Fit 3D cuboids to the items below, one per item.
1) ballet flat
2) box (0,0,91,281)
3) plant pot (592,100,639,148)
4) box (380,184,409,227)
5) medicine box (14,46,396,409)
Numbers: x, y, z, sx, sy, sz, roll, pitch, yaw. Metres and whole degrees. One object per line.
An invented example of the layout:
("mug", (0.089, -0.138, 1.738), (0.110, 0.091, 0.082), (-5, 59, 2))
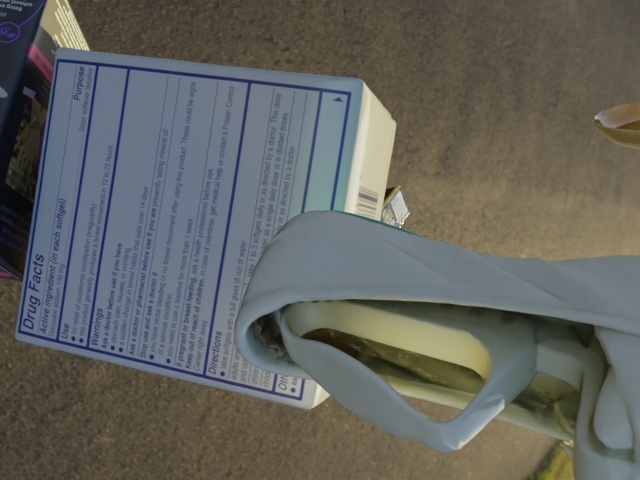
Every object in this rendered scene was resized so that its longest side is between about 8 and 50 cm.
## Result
("ballet flat", (0.121, 0.074, 0.380), (0.139, 0.400, 0.139), (-28, 124, -54))
("box", (-0.341, -0.116, 0.652), (0.143, 0.165, 0.270), (98, 1, -69))
("plant pot", (0.473, -0.152, 0.878), (0.236, 0.236, 0.032), (-32, 117, -49))
("box", (0.000, 0.000, 1.468), (0.079, 0.322, 0.257), (64, 35, -19))
("medicine box", (-0.102, -0.017, 0.636), (0.149, 0.289, 0.264), (3, 97, -74))
